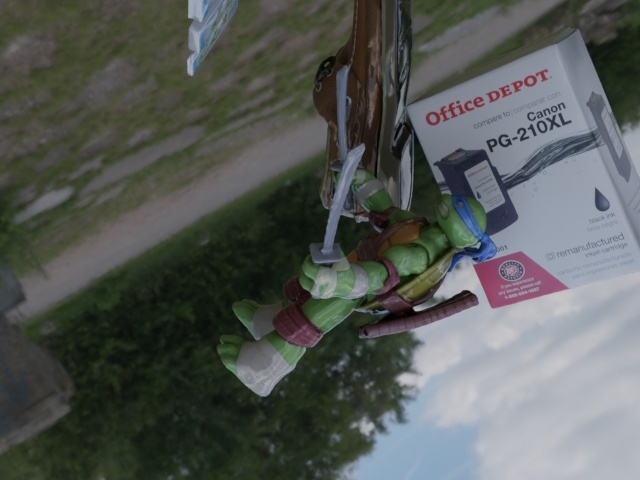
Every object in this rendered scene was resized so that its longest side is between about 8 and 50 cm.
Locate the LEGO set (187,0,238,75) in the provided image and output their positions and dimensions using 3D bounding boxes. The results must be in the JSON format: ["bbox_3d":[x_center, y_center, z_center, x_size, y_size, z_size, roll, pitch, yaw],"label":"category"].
[{"bbox_3d":[-0.024,-0.246,0.710,0.244,0.060,0.182,-59,-176,-12],"label":"LEGO set"}]

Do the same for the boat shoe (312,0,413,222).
[{"bbox_3d":[0.040,-0.157,0.935,0.105,0.307,0.110,6,-154,16],"label":"boat shoe"}]

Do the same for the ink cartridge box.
[{"bbox_3d":[0.217,-0.071,0.908,0.172,0.237,0.100,-20,-170,34],"label":"ink cartridge box"}]

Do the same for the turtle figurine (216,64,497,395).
[{"bbox_3d":[0.000,0.000,0.834,0.266,0.197,0.275,-41,134,18],"label":"turtle figurine"}]
